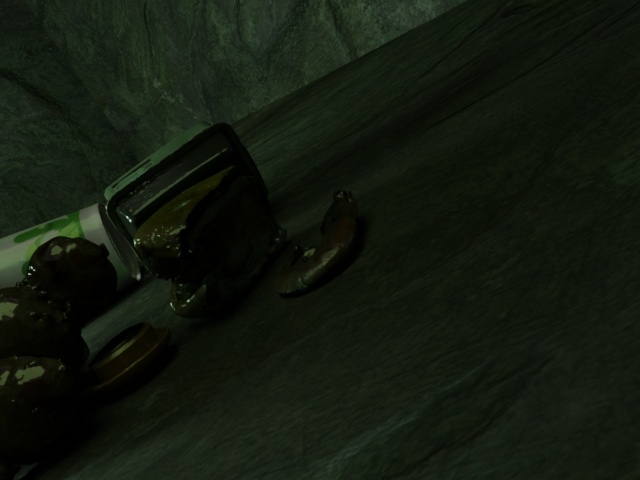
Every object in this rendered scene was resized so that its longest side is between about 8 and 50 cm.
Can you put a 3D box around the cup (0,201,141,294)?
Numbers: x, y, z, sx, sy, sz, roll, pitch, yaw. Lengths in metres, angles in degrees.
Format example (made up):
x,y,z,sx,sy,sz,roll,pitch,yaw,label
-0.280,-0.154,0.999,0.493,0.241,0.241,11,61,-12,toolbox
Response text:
x,y,z,sx,sy,sz,roll,pitch,yaw,label
-0.538,0.062,2.049,0.273,0.253,0.253,-25,14,0,cup

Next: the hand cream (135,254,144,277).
x,y,z,sx,sy,sz,roll,pitch,yaw,label
-0.407,0.051,2.184,0.057,0.037,0.165,-28,21,23,hand cream

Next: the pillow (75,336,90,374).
x,y,z,sx,sy,sz,roll,pitch,yaw,label
-0.538,0.262,1.579,0.322,0.120,0.255,-40,15,-29,pillow

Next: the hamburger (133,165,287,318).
x,y,z,sx,sy,sz,roll,pitch,yaw,label
-0.184,0.009,1.524,0.192,0.168,0.288,-23,18,34,hamburger

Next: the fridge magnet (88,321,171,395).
x,y,z,sx,sy,sz,roll,pitch,yaw,label
-0.281,0.170,1.425,0.143,0.063,0.143,-35,11,8,fridge magnet

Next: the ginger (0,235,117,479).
x,y,z,sx,sy,sz,roll,pitch,yaw,label
-0.415,0.178,1.372,0.256,0.176,0.375,-25,43,32,ginger

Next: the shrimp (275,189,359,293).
x,y,z,sx,sy,sz,roll,pitch,yaw,label
-0.001,-0.002,1.396,0.143,0.052,0.251,-30,15,24,shrimp

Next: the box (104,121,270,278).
x,y,z,sx,sy,sz,roll,pitch,yaw,label
-0.251,-0.077,1.872,0.290,0.221,0.166,-37,36,-11,box
